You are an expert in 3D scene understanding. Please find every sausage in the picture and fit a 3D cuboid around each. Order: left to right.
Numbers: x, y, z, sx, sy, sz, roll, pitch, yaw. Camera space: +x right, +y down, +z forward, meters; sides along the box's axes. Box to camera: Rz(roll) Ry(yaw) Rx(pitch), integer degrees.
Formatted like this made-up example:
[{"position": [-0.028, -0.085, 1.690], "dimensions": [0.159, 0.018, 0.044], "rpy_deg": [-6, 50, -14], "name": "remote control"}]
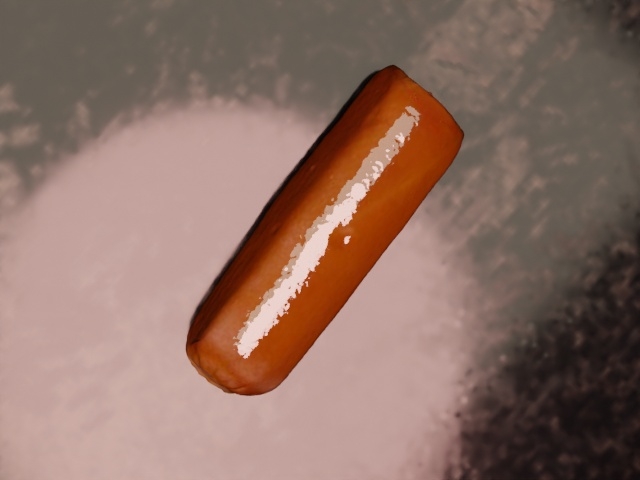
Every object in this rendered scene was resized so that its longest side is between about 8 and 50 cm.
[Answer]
[{"position": [0.000, 0.000, 0.498], "dimensions": [0.039, 0.041, 0.131], "rpy_deg": [35, 92, -28], "name": "sausage"}]
